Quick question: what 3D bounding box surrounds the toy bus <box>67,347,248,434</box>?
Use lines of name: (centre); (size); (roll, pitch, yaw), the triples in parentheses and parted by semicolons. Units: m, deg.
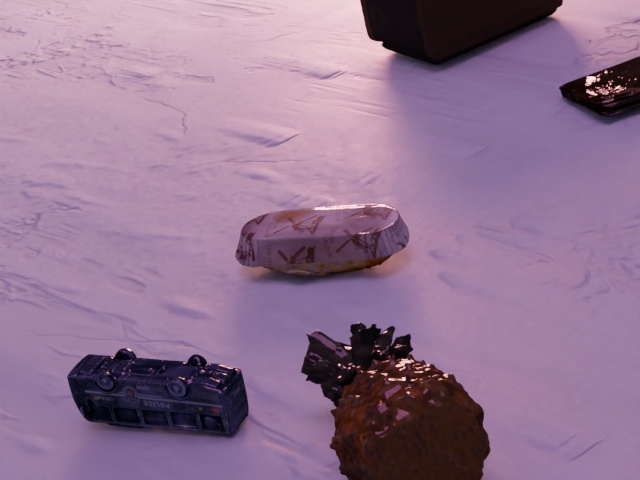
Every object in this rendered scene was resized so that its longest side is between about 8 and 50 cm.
toy bus: (-0.148, 0.139, 1.681); (0.166, 0.065, 0.047); (2, 29, 26)

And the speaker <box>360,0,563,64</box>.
speaker: (0.179, -0.357, 2.408); (0.231, 0.192, 0.153); (-24, 26, -25)

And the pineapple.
pineapple: (0.051, 0.136, 1.535); (0.128, 0.128, 0.248); (-17, 21, -9)

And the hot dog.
hot dog: (0.000, 0.000, 1.917); (0.192, 0.053, 0.099); (-7, 25, 20)

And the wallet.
wallet: (0.404, -0.199, 2.157); (0.232, 0.031, 0.122); (-18, 22, -14)
